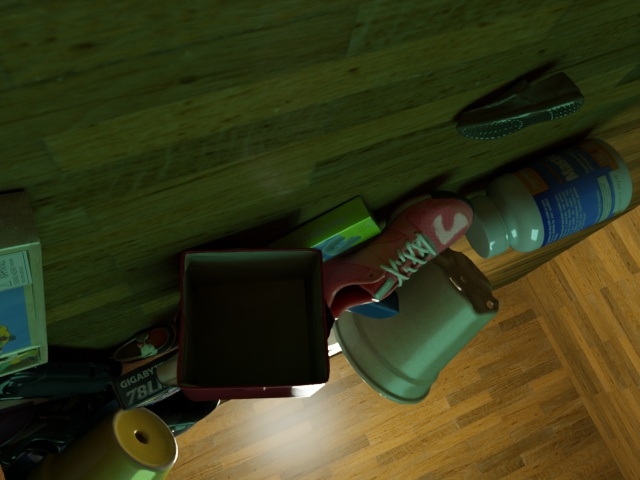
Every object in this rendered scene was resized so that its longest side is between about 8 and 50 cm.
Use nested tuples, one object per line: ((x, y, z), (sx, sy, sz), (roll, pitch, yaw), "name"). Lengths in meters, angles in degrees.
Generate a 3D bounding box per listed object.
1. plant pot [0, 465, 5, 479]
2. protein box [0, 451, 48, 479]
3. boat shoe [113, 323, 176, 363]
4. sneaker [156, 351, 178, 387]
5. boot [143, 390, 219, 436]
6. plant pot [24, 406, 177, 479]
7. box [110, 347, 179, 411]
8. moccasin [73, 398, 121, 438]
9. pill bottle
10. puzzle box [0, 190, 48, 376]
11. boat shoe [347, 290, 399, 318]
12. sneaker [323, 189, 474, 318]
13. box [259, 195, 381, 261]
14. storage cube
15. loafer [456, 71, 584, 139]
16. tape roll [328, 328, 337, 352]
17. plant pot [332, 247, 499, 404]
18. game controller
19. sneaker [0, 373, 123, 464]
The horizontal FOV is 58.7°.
((-0.593, 0.352, 0.788), (0.204, 0.291, 0.291), (-36, 168, -17), "plant pot")
((-0.664, 0.525, 1.178), (0.136, 0.200, 0.201), (-47, -177, 9), "protein box")
((-0.318, 0.189, 1.031), (0.137, 0.049, 0.043), (-27, 162, 28), "boat shoe")
((-0.158, 0.153, 0.984), (0.297, 0.129, 0.111), (-31, 174, 2), "sneaker")
((-0.392, 0.444, 1.531), (0.367, 0.146, 0.445), (-15, 163, -42), "boot")
((-0.431, 0.479, 1.171), (0.239, 0.254, 0.254), (-48, 159, 10), "plant pot")
((-0.252, 0.249, 1.173), (0.296, 0.073, 0.293), (-26, 170, -12), "box")
((-0.588, 0.459, 1.350), (0.342, 0.137, 0.117), (-29, -172, 13), "moccasin")
((0.399, -0.070, 1.034), (0.272, 0.152, 0.152), (-22, 164, -5), "pill bottle")
((-0.421, 0.092, 0.559), (0.272, 0.052, 0.409), (-14, 162, -29), "puzzle box")
((0.057, 0.091, 1.157), (0.109, 0.088, 0.258), (-18, 147, 36), "boat shoe")
((0.120, 0.039, 0.940), (0.314, 0.136, 0.116), (-31, 122, 24), "sneaker")
((0.000, 0.000, 0.884), (0.178, 0.042, 0.109), (-27, 164, 9), "box")
((-0.095, 0.128, 0.812), (0.215, 0.183, 0.193), (0, 160, -9), "storage cube")
((0.238, -0.163, 0.693), (0.148, 0.050, 0.056), (-12, 164, 15), "loafer")
((-0.042, 0.317, 1.741), (0.286, 0.100, 0.286), (-22, 165, -6), "tape roll")
((0.252, 0.179, 1.400), (0.305, 0.333, 0.334), (-46, 155, 28), "plant pot")
((-0.471, 0.233, 0.953), (0.167, 0.067, 0.319), (-11, 165, 7), "game controller")
((-0.508, 0.357, 1.128), (0.283, 0.124, 0.107), (-10, 148, -43), "sneaker")
